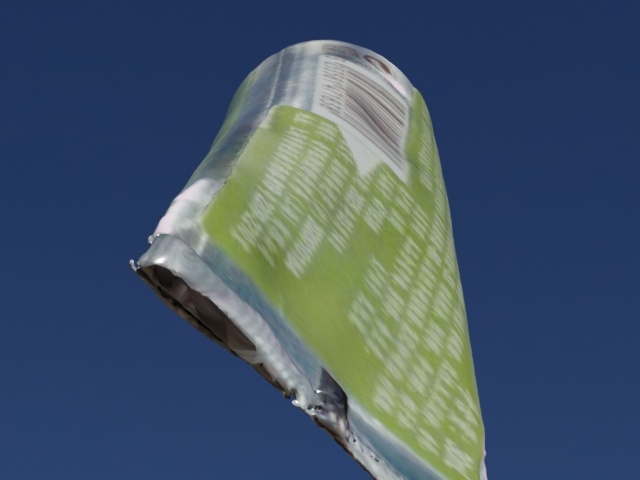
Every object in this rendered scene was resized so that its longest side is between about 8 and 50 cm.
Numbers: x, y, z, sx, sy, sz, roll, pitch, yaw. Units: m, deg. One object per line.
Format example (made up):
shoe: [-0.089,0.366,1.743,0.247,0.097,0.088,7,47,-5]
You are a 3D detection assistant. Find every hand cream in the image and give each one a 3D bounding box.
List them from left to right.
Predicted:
hand cream: [0.000,0.000,0.420,0.086,0.235,0.055,43,-77,-12]
